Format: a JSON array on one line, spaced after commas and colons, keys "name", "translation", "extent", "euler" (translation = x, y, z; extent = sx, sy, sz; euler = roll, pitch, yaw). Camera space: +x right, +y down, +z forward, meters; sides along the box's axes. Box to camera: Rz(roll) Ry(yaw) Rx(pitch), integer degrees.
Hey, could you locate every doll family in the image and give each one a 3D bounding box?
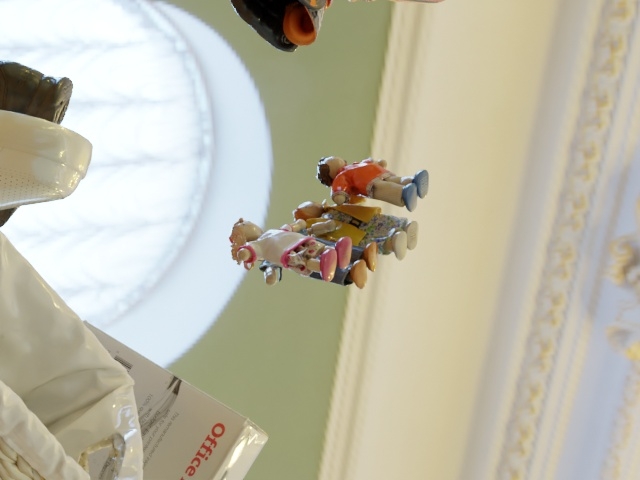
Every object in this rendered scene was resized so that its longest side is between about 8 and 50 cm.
[{"name": "doll family", "translation": [0.000, 0.000, 1.466], "extent": [0.163, 0.263, 0.118], "euler": [14, -56, 33]}]

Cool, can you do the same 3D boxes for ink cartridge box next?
[{"name": "ink cartridge box", "translation": [-0.267, 0.291, 1.899], "extent": [0.307, 0.129, 0.223], "euler": [28, -100, 21]}]

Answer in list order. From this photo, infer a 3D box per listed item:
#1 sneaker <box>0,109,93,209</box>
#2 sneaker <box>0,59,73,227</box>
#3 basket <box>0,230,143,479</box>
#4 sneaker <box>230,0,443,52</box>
[{"name": "sneaker", "translation": [-0.293, 0.000, 0.845], "extent": [0.108, 0.293, 0.169], "euler": [55, 38, -69]}, {"name": "sneaker", "translation": [-0.437, -0.135, 1.795], "extent": [0.286, 0.130, 0.109], "euler": [-59, -170, 34]}, {"name": "basket", "translation": [-0.402, 0.210, 1.518], "extent": [0.331, 0.266, 0.328], "euler": [56, 7, -31]}, {"name": "sneaker", "translation": [0.016, -0.282, 1.465], "extent": [0.124, 0.321, 0.180], "euler": [128, -34, -52]}]
